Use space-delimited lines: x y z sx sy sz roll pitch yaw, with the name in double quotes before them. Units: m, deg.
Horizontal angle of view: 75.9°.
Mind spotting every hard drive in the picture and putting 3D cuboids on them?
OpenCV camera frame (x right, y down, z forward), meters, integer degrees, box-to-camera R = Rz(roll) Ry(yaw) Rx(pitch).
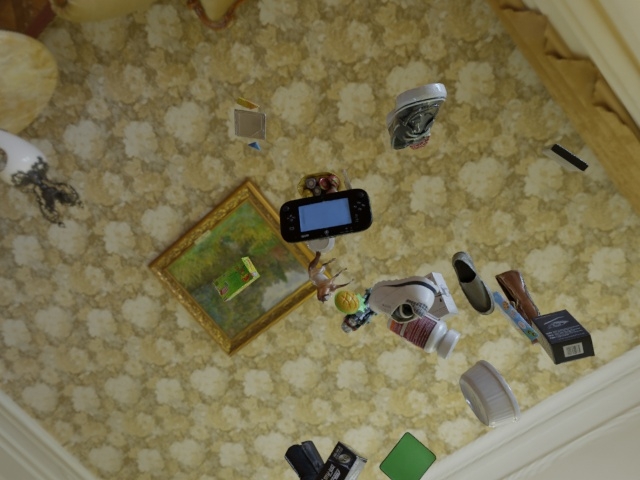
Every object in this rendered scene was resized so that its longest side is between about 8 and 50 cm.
"hard drive" 0.623 -0.212 1.053 0.022 0.094 0.135 -55 170 19

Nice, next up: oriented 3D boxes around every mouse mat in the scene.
"mouse mat" 0.348 0.885 1.639 0.189 0.153 0.007 -49 170 -5

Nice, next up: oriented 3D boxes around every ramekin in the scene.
"ramekin" 0.703 0.658 1.740 0.127 0.272 0.273 -24 -173 -6

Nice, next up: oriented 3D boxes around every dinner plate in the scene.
"dinner plate" 0.000 0.000 2.056 0.141 0.141 0.017 -38 180 10

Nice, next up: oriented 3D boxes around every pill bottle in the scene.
"pill bottle" 0.349 0.304 1.398 0.121 0.221 0.121 -42 148 -34

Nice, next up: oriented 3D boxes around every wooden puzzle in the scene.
"wooden puzzle" -0.157 -0.262 0.923 0.014 0.079 0.116 -78 -175 -45

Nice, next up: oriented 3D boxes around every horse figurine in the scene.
"horse figurine" 0.020 0.149 1.700 0.175 0.066 0.263 -33 -138 -11

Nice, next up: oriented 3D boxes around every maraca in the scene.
"maraca" 0.150 0.311 2.059 0.099 0.186 0.127 -45 -134 47

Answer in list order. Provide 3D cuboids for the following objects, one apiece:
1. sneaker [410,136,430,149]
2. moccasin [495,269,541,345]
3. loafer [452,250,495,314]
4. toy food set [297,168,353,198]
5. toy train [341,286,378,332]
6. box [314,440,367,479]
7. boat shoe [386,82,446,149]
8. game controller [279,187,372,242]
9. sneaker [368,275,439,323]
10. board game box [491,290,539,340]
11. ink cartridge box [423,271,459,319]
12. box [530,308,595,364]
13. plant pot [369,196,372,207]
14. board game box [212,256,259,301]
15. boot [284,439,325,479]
"sneaker" 0.361 -0.450 1.572 0.088 0.225 0.092 -15 -138 10
"moccasin" 0.944 0.317 1.960 0.147 0.379 0.139 -16 151 9
"loafer" 0.548 0.162 1.503 0.094 0.251 0.087 -33 168 30
"toy food set" 0.014 -0.201 1.621 0.218 0.128 0.071 -10 -143 10
"toy train" 0.241 0.398 2.318 0.334 0.142 0.190 -36 165 -47
"box" 0.056 0.735 1.280 0.078 0.147 0.180 26 -110 31
"boat shoe" 0.255 -0.317 1.094 0.121 0.118 0.335 -8 -178 0
"game controller" 0.016 -0.083 1.414 0.320 0.067 0.166 -10 -123 8
"sneaker" 0.180 0.153 0.993 0.235 0.090 0.094 -35 -154 60
"board game box" 0.746 0.292 1.611 0.039 0.211 0.160 -40 163 7
"ink cartridge box" 0.472 0.248 1.733 0.082 0.190 0.140 11 141 -43
"box" 0.986 0.392 1.684 0.153 0.108 0.207 -18 -164 12
"plant pot" 0.165 -0.137 1.635 0.083 0.081 0.081 -58 158 -18
"board game box" -0.331 0.152 1.604 0.181 0.092 0.043 -38 169 25
"boot" -0.080 0.875 1.521 0.247 0.094 0.207 -16 -146 -34
